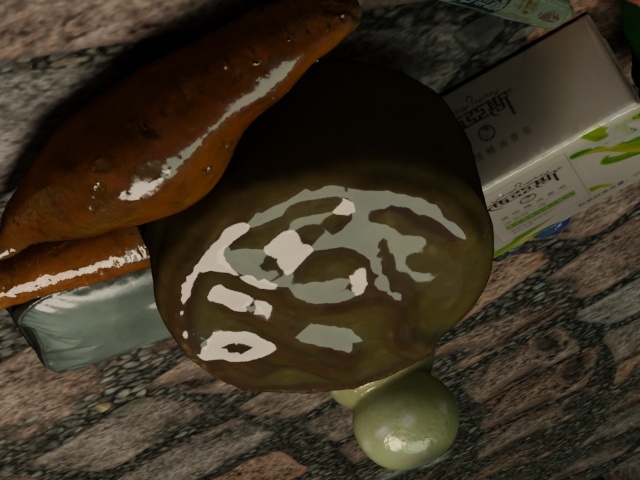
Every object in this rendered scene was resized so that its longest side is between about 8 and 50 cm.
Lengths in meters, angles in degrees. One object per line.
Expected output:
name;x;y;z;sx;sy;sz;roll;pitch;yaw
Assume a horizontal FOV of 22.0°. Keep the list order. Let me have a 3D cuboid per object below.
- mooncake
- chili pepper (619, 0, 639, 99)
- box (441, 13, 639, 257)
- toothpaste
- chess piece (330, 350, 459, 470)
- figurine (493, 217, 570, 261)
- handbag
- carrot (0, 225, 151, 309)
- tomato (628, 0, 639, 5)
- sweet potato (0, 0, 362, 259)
mooncake;0.000;0.000;1.357;0.284;0.155;0.284;-7;137;-7
chili pepper;0.330;-0.168;1.498;0.099;0.136;0.270;-40;163;2
box;0.180;-0.078;1.562;0.260;0.111;0.194;-28;158;11
toothpaste;0.137;-0.202;1.318;0.060;0.038;0.233;-42;151;29
chess piece;0.050;0.115;1.670;0.144;0.251;0.144;-22;160;-9
figurine;0.225;-0.018;1.808;0.077;0.079;0.136;-62;177;-35
handbag;-0.124;0.029;1.532;0.332;0.075;0.191;-20;156;-5
carrot;-0.248;0.030;1.408;0.210;0.061;0.061;-21;159;-1
tomato;0.253;-0.253;1.088;0.184;0.208;0.208;-22;160;-29
sweet potato;-0.124;-0.072;1.228;0.359;0.112;0.112;-32;159;25
